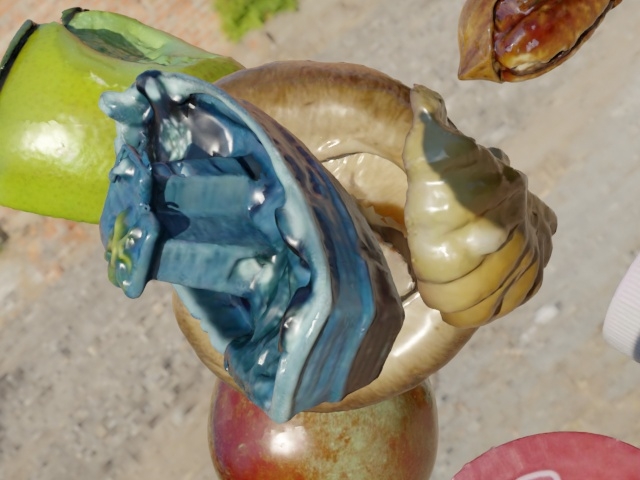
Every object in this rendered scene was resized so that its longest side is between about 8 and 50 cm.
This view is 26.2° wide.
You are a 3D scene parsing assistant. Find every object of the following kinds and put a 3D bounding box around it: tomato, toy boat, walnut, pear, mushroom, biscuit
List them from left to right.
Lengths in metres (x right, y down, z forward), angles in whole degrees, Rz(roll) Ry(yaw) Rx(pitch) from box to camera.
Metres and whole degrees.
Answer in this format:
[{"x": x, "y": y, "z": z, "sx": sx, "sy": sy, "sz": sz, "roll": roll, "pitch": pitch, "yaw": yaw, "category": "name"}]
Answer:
[{"x": -0.166, "y": -0.118, "z": 1.349, "sx": 0.292, "sy": 0.293, "sz": 0.159, "roll": -78, "pitch": 1, "yaw": -67, "category": "pear"}, {"x": -0.029, "y": -0.005, "z": 0.374, "sx": 0.137, "sy": 0.061, "sz": 0.060, "roll": 59, "pitch": 135, "yaw": 48, "category": "toy boat"}, {"x": 0.000, "y": 0.000, "z": 1.028, "sx": 0.278, "sy": 0.278, "sz": 0.146, "roll": -38, "pitch": 18, "yaw": 10, "category": "mushroom"}, {"x": 0.013, "y": 0.194, "z": 1.452, "sx": 0.223, "sy": 0.270, "sz": 0.270, "roll": -15, "pitch": 22, "yaw": 14, "category": "tomato"}, {"x": 0.095, "y": -0.009, "z": 0.775, "sx": 0.061, "sy": 0.183, "sz": 0.118, "roll": 1, "pitch": 76, "yaw": 22, "category": "biscuit"}, {"x": 0.206, "y": -0.222, "z": 1.300, "sx": 0.207, "sy": 0.116, "sz": 0.116, "roll": -41, "pitch": 14, "yaw": -5, "category": "walnut"}]

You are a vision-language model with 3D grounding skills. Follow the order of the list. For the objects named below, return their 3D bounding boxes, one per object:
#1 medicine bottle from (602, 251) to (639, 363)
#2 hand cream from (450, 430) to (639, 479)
[{"x": 0.457, "y": 0.114, "z": 1.479, "sx": 0.165, "sy": 0.273, "sz": 0.165, "roll": -43, "pitch": -29, "yaw": -32, "category": "medicine bottle"}, {"x": 0.153, "y": 0.211, "z": 0.786, "sx": 0.193, "sy": 0.193, "sz": 0.125, "roll": -39, "pitch": -28, "yaw": 7, "category": "hand cream"}]
